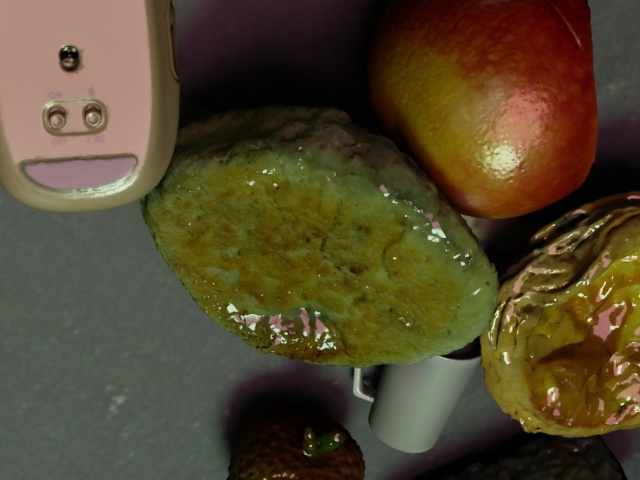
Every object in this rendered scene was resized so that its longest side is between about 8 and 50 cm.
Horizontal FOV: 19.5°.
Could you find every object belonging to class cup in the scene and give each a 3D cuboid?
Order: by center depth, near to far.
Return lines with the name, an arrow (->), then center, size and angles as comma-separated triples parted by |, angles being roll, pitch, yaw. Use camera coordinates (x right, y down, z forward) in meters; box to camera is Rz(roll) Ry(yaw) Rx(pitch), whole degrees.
cup -> 0.071, 0.106, 1.525 | 0.104, 0.074, 0.116 | 21, 123, 0

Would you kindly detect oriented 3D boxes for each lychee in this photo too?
lychee -> -0.020, 0.191, 1.526 | 0.114, 0.114, 0.146 | 5, 142, -19

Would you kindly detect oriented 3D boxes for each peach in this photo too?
peach -> 0.131, -0.116, 1.317 | 0.192, 0.190, 0.190 | -39, 125, 5

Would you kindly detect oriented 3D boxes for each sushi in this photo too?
sushi -> 0.164, 0.255, 1.606 | 0.225, 0.136, 0.126 | -25, 124, 11

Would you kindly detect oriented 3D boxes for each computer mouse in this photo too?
computer mouse -> -0.169, -0.135, 1.271 | 0.145, 0.082, 0.236 | -5, 109, -2

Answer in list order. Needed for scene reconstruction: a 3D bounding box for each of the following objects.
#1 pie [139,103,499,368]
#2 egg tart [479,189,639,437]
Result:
pie -> 0.000, 0.000, 1.355 | 0.277, 0.078, 0.277 | 14, 144, 11
egg tart -> 0.232, 0.052, 1.504 | 0.241, 0.106, 0.241 | -9, 127, -12
